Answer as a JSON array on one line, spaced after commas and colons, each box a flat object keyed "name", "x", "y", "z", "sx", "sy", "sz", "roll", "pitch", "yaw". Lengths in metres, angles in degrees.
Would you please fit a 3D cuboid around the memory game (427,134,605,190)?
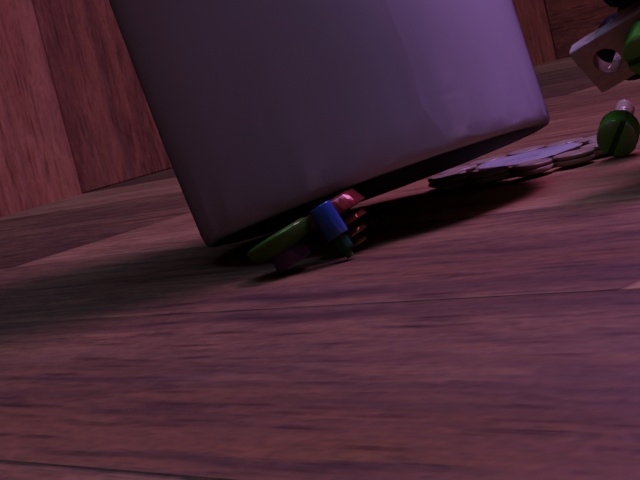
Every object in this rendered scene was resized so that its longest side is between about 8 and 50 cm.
[{"name": "memory game", "x": 0.188, "y": -0.071, "z": 1.331, "sx": 0.186, "sy": 0.012, "sz": 0.186, "roll": -14, "pitch": 6, "yaw": 2}]

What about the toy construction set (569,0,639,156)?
[{"name": "toy construction set", "x": 0.325, "y": -0.157, "z": 1.077, "sx": 0.309, "sy": 0.257, "sz": 0.237, "roll": -4, "pitch": 29, "yaw": 24}]

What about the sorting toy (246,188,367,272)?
[{"name": "sorting toy", "x": 0.000, "y": 0.000, "z": 1.041, "sx": 0.102, "sy": 0.042, "sz": 0.061, "roll": -32, "pitch": 0, "yaw": -31}]

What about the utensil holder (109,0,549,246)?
[{"name": "utensil holder", "x": -0.018, "y": -0.223, "z": 1.214, "sx": 0.327, "sy": 0.385, "sz": 0.327, "roll": -20, "pitch": -1, "yaw": 0}]
